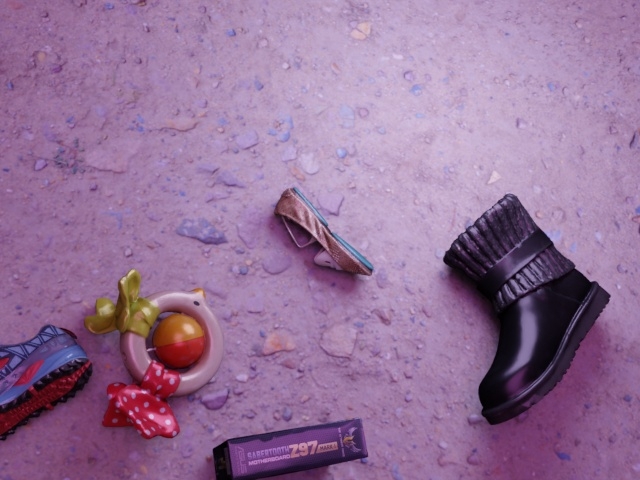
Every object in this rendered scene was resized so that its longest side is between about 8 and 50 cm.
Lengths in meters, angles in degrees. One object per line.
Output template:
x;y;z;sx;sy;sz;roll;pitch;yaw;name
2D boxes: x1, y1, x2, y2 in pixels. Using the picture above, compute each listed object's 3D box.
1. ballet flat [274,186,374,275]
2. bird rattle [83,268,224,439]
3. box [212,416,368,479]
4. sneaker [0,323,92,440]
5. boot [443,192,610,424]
0.000;0.000;1.386;0.067;0.073;0.206;-45;79;4;ballet flat
-0.237;0.166;1.234;0.206;0.143;0.254;-13;74;-33;bird rattle
-0.050;0.298;1.153;0.183;0.233;0.059;-6;75;-13;box
-0.471;0.214;1.194;0.261;0.104;0.125;-27;53;-19;sneaker
0.299;0.107;1.354;0.260;0.131;0.348;45;56;1;boot
